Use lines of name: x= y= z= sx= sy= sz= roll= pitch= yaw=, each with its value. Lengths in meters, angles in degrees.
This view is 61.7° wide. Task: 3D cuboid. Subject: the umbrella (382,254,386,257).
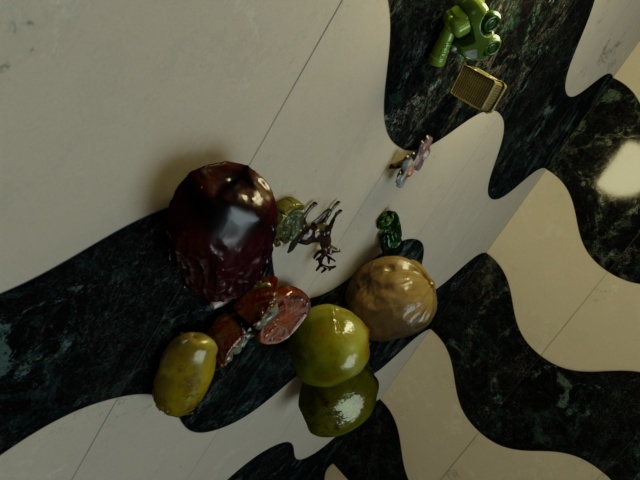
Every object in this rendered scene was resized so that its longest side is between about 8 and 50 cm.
umbrella: x=0.268 y=0.088 z=2.338 sx=0.044 sy=0.044 sz=0.269 roll=20 pitch=103 yaw=-22

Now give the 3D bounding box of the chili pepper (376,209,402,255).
chili pepper: x=0.283 y=-0.031 z=2.158 sx=0.099 sy=0.083 sz=0.253 roll=-33 pitch=146 yaw=-13

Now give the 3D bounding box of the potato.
potato: x=-0.401 y=0.397 z=1.593 sx=0.172 sy=0.140 sz=0.301 roll=0 pitch=121 yaw=-41

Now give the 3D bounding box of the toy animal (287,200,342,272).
toy animal: x=-0.009 y=-0.012 z=1.765 sx=0.243 sy=0.087 sz=0.260 roll=4 pitch=124 yaw=-42

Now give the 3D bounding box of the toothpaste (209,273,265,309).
toothpaste: x=-0.246 y=0.146 z=1.637 sx=0.218 sy=0.033 sz=0.052 roll=-33 pitch=153 yaw=-39

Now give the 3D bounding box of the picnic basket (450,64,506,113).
picnic basket: x=0.543 y=-0.522 z=1.847 sx=0.079 sy=0.164 sz=0.115 roll=-6 pitch=130 yaw=-42

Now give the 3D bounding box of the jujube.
jujube: x=-0.228 y=-0.016 z=1.242 sx=0.258 sy=0.258 sz=0.377 roll=-33 pitch=160 yaw=-31

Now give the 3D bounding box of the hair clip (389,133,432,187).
hair clip: x=0.331 y=-0.286 z=1.929 sx=0.257 sy=0.075 sz=0.146 roll=-38 pitch=146 yaw=-33

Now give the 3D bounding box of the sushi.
sushi: x=-0.237 y=0.251 z=1.664 sx=0.332 sy=0.124 sz=0.130 roll=-44 pitch=164 yaw=-8

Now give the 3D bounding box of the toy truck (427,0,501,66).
toy truck: x=0.425 y=-0.621 z=1.586 sx=0.210 sy=0.148 sz=0.187 roll=-16 pitch=146 yaw=-9

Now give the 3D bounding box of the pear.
pear: x=0.077 y=0.715 z=2.505 sx=0.413 sy=0.352 sz=0.352 roll=-33 pitch=148 yaw=-23

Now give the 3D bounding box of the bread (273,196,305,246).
bread: x=-0.100 y=-0.052 z=1.570 sx=0.117 sy=0.064 sz=0.156 roll=-32 pitch=147 yaw=-28

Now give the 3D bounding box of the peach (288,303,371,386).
peach: x=0.031 y=0.415 z=2.063 sx=0.315 sy=0.282 sz=0.315 roll=3 pitch=124 yaw=-3

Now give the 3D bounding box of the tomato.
tomato: x=-0.145 y=0.242 z=1.838 sx=0.236 sy=0.095 sz=0.237 roll=-33 pitch=144 yaw=-27

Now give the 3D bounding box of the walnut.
walnut: x=0.291 y=0.246 z=2.196 sx=0.383 sy=0.383 sz=0.384 roll=-36 pitch=150 yaw=-25
